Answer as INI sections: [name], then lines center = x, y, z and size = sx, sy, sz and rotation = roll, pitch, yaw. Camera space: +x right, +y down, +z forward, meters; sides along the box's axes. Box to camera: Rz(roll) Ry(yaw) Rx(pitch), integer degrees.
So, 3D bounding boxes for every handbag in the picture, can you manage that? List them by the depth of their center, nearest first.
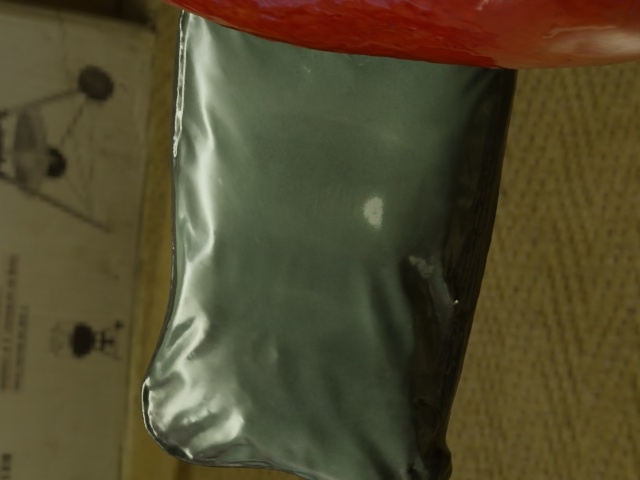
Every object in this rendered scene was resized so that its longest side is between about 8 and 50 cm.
[handbag]
center = -0.001, 0.003, 0.827
size = 0.075, 0.191, 0.332
rotation = -48, -33, -71

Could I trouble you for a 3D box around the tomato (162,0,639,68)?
[tomato]
center = 0.044, -0.214, 0.405
size = 0.325, 0.289, 0.293
rotation = 29, 126, 40
